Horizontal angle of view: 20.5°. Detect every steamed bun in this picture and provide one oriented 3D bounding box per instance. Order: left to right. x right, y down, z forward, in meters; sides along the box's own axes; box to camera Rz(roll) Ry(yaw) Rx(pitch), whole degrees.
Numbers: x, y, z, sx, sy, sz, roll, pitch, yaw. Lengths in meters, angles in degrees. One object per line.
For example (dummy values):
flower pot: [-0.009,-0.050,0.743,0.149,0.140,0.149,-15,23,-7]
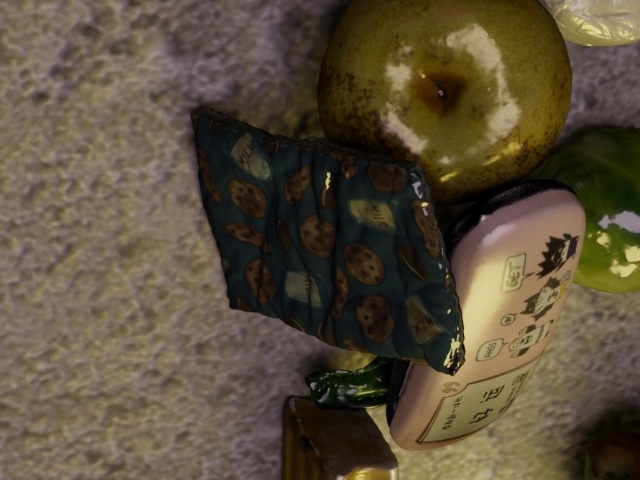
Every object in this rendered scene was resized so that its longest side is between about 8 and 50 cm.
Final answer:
steamed bun: [0.211,-0.216,1.413,0.130,0.091,0.112,20,99,-24]

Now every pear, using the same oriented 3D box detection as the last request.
pear: [0.096,-0.124,1.374,0.197,0.197,0.197,-7,115,-14]

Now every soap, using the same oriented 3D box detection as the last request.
soap: [0.013,0.266,1.541,0.073,0.140,0.232,-5,114,-15]

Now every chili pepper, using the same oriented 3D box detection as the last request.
chili pepper: [0.106,0.044,1.501,0.279,0.065,0.122,-51,155,20]

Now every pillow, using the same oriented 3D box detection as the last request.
pillow: [0.002,0.002,1.373,0.034,0.256,0.189,-34,126,-38]

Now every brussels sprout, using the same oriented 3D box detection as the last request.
brussels sprout: [0.255,-0.017,1.499,0.151,0.122,0.149,-37,116,0]

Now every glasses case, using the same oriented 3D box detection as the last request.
glasses case: [0.130,0.067,1.422,0.122,0.075,0.314,-14,145,-24]

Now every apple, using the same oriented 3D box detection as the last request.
apple: [0.298,0.243,1.615,0.163,0.146,0.147,-21,127,10]
